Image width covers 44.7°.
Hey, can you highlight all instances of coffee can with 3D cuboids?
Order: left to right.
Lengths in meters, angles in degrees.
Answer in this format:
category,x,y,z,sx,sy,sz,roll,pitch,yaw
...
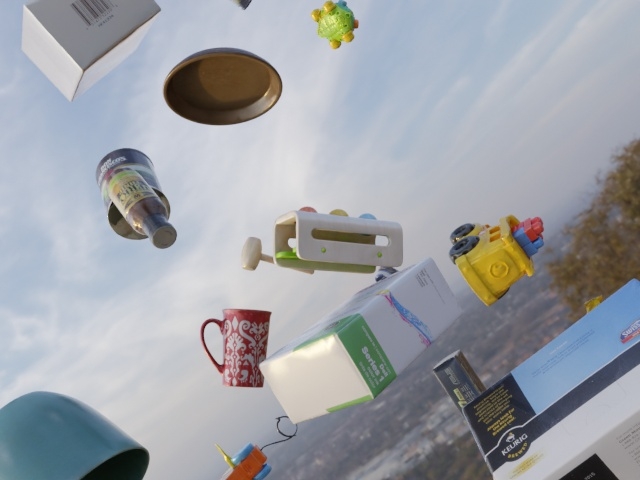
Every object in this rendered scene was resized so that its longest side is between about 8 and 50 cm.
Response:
category,x,y,z,sx,sy,sz,roll,pitch,yaw
coffee can,-0.622,-0.157,2.572,0.201,0.275,0.202,-12,-54,-18

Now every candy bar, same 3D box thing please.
category,x,y,z,sx,sy,sz,roll,pitch,yaw
candy bar,0.574,0.170,1.630,0.040,0.018,0.161,-25,-42,-1

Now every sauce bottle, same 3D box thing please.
category,x,y,z,sx,sy,sz,roll,pitch,yaw
sauce bottle,-0.482,-0.088,2.111,0.111,0.344,0.111,-18,-53,-27

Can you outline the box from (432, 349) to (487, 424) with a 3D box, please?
category,x,y,z,sx,sy,sz,roll,pitch,yaw
box,0.327,0.345,1.626,0.059,0.233,0.183,-35,-10,9

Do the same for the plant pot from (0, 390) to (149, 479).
category,x,y,z,sx,sy,sz,roll,pitch,yaw
plant pot,-0.510,0.425,1.461,0.293,0.235,0.293,-43,-22,-22

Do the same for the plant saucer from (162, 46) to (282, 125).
category,x,y,z,sx,sy,sz,roll,pitch,yaw
plant saucer,-0.227,-0.359,1.806,0.277,0.041,0.278,-6,-24,-3

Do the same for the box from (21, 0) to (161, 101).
category,x,y,z,sx,sy,sz,roll,pitch,yaw
box,-0.505,-0.456,1.680,0.215,0.168,0.345,-45,15,-16

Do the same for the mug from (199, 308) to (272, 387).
category,x,y,z,sx,sy,sz,roll,pitch,yaw
mug,-0.185,0.241,1.737,0.150,0.169,0.113,-1,-10,19

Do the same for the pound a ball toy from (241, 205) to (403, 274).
category,x,y,z,sx,sy,sz,roll,pitch,yaw
pound a ball toy,0.000,0.000,1.775,0.319,0.136,0.208,6,-13,-28

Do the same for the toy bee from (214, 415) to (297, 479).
category,x,y,z,sx,sy,sz,roll,pitch,yaw
toy bee,-0.195,0.623,2.115,0.298,0.195,0.162,-12,-21,-39

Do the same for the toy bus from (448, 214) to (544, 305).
category,x,y,z,sx,sy,sz,roll,pitch,yaw
toy bus,0.413,0.012,1.761,0.211,0.149,0.220,-36,13,21

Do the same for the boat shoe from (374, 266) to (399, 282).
category,x,y,z,sx,sy,sz,roll,pitch,yaw
boat shoe,0.244,0.126,2.232,0.066,0.183,0.066,-39,21,48

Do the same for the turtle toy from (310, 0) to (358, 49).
category,x,y,z,sx,sy,sz,roll,pitch,yaw
turtle toy,0.030,-0.457,1.632,0.066,0.095,0.130,-43,17,-27

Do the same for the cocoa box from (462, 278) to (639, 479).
category,x,y,z,sx,sy,sz,roll,pitch,yaw
cocoa box,0.431,0.276,1.149,0.347,0.231,0.228,-40,22,10

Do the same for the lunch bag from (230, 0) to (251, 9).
category,x,y,z,sx,sy,sz,roll,pitch,yaw
lunch bag,-0.149,-0.524,1.424,0.151,0.096,0.129,-57,-9,4

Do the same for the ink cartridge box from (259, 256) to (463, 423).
category,x,y,z,sx,sy,sz,roll,pitch,yaw
ink cartridge box,0.071,0.158,1.254,0.201,0.117,0.278,-30,1,45
